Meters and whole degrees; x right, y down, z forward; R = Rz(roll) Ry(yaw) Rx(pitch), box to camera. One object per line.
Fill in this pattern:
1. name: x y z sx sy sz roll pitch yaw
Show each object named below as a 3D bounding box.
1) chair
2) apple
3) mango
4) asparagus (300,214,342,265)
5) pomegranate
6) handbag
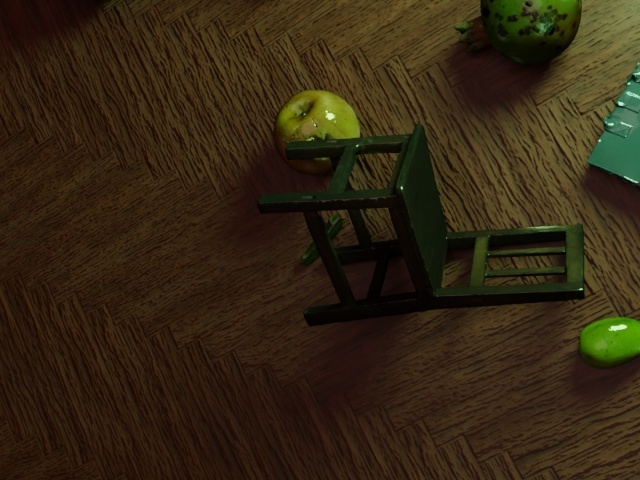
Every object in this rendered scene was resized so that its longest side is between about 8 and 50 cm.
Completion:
1. chair: 0.157 -0.036 1.255 0.416 0.203 0.240 -8 120 20
2. apple: -0.010 -0.181 1.402 0.146 0.146 0.146 -1 86 21
3. mango: 0.435 0.150 1.261 0.108 0.056 0.073 -9 87 8
4. asparagus: 0.000 0.001 1.452 0.025 0.021 0.108 44 102 22
5. pomegranate: 0.300 -0.344 1.300 0.205 0.159 0.159 -16 80 44
6. handbag: 0.505 -0.183 1.258 0.144 0.057 0.221 31 97 24
